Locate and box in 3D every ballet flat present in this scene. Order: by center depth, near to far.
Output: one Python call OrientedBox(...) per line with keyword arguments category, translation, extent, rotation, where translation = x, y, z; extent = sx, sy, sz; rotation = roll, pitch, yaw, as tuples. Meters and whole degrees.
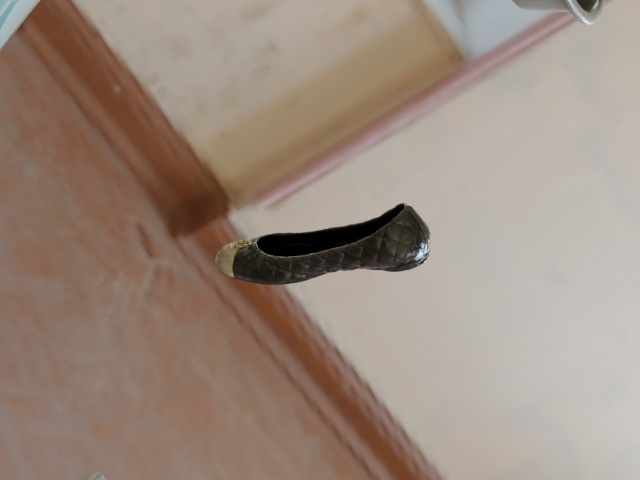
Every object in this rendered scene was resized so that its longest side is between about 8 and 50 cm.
OrientedBox(category="ballet flat", translation=(0.000, 0.000, 1.185), extent=(0.057, 0.173, 0.049), rotation=(-60, 137, -54))

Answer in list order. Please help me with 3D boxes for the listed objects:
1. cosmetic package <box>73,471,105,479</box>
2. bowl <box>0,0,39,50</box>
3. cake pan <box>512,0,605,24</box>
OrientedBox(category="cosmetic package", translation=(-0.304, 0.274, 0.865), extent=(0.097, 0.377, 0.284), rotation=(63, 21, -8))
OrientedBox(category="bowl", translation=(-0.197, -0.170, 0.587), extent=(0.163, 0.311, 0.312), rotation=(-36, 97, -34))
OrientedBox(category="cake pan", translation=(0.167, -0.310, 1.260), extent=(0.293, 0.054, 0.293), rotation=(-7, 90, -68))
